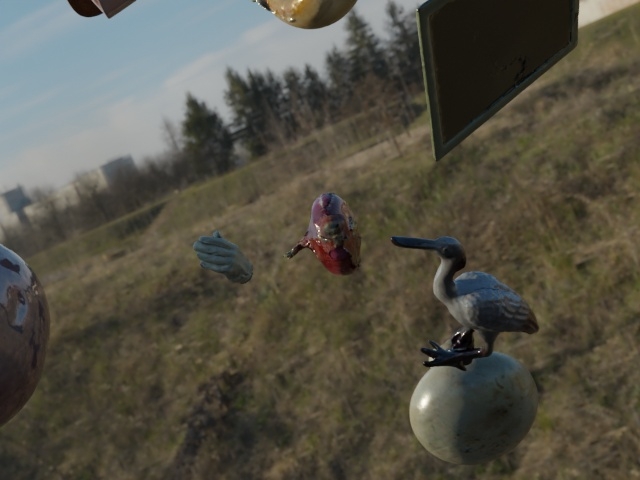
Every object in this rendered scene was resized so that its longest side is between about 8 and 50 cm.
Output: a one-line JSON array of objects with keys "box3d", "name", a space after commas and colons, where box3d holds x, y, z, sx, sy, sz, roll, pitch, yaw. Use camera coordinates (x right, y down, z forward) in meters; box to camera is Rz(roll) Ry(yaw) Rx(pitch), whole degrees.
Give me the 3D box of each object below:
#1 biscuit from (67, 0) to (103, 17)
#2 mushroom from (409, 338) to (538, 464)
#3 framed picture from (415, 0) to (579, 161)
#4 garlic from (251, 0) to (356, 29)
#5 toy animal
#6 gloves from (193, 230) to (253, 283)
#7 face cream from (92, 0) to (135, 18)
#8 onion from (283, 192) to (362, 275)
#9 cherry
[{"box3d": [-0.356, -0.386, 1.513, 0.078, 0.015, 0.091, -24, -31, -4], "name": "biscuit"}, {"box3d": [0.276, 0.292, 1.838, 0.244, 0.243, 0.243, -23, 5, 2], "name": "mushroom"}, {"box3d": [0.211, -0.244, 1.124, 0.273, 0.216, 0.016, -38, 50, -23], "name": "framed picture"}, {"box3d": [-0.004, -0.553, 1.803, 0.313, 0.249, 0.286, -45, 11, 38], "name": "garlic"}, {"box3d": [0.235, 0.096, 1.512, 0.195, 0.324, 0.090, -14, 44, 5], "name": "toy animal"}, {"box3d": [-0.096, 0.019, 1.021, 0.037, 0.081, 0.044, -39, 36, 42], "name": "gloves"}, {"box3d": [-0.222, -0.377, 1.268, 0.198, 0.084, 0.057, -36, 31, -2], "name": "face cream"}, {"box3d": [0.000, 0.000, 1.713, 0.140, 0.150, 0.150, -18, 6, 9], "name": "onion"}, {"box3d": [-0.377, 0.077, 0.981, 0.239, 0.239, 0.206, -29, -27, -43], "name": "cherry"}]
